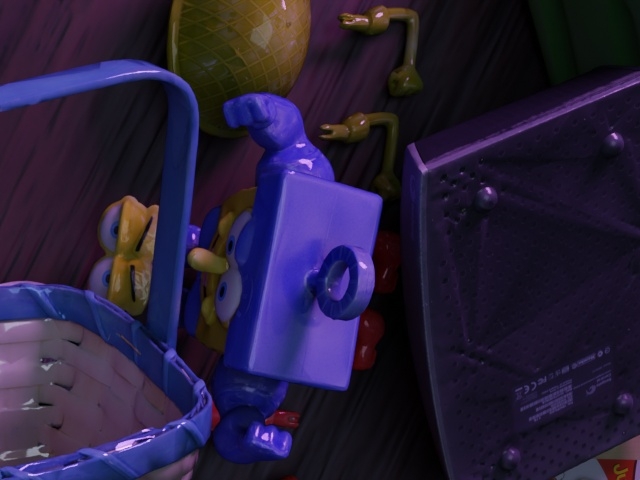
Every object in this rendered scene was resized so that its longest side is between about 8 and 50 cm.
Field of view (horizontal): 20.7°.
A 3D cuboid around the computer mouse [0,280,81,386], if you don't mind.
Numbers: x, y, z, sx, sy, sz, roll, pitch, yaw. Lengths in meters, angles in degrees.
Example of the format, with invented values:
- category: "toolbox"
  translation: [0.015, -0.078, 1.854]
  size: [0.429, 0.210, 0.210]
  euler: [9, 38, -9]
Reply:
- category: "computer mouse"
  translation: [-0.220, 0.055, 0.979]
  size: [0.193, 0.042, 0.106]
  euler: [8, 86, -43]

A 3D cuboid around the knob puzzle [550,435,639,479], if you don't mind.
- category: "knob puzzle"
  translation: [0.199, 0.200, 1.126]
  size: [0.213, 0.030, 0.213]
  euler: [1, 87, -16]

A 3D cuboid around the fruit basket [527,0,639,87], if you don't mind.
- category: "fruit basket"
  translation: [0.299, -0.251, 1.065]
  size: [0.392, 0.283, 0.392]
  euler: [-5, 108, -17]

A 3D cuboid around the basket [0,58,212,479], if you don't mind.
- category: "basket"
  translation: [-0.172, 0.064, 0.846]
  size: [0.255, 0.201, 0.289]
  euler: [-13, 114, -32]

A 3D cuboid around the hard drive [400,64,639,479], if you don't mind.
- category: "hard drive"
  translation: [0.125, 0.029, 1.010]
  size: [0.172, 0.054, 0.254]
  euler: [-23, 128, -18]

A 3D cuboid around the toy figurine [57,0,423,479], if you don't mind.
- category: "toy figurine"
  translation: [0.000, 0.000, 0.965]
  size: [0.191, 0.217, 0.362]
  euler: [16, 83, -23]
